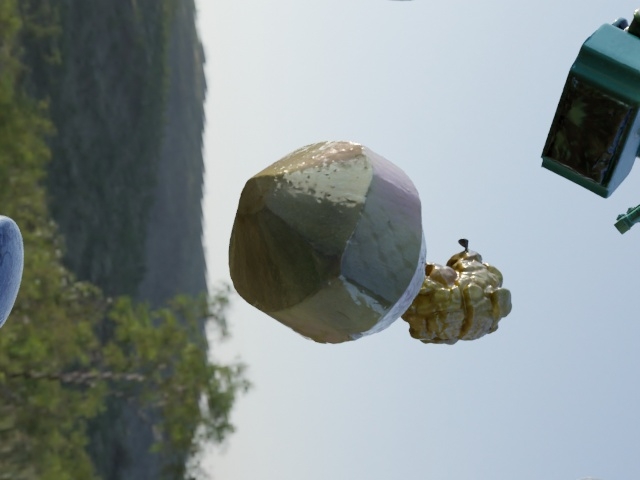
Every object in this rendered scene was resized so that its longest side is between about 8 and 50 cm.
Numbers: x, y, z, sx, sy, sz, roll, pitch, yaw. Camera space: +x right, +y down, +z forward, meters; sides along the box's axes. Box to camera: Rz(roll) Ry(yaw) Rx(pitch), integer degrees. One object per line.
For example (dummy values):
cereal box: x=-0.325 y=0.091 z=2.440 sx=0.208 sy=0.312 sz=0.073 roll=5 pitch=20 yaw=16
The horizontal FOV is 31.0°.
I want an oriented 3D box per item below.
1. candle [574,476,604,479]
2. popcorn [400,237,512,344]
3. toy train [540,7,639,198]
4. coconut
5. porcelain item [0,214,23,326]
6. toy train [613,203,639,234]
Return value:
candle: x=0.309 y=0.341 z=1.240 sx=0.068 sy=0.168 sz=0.192 roll=33 pitch=-55 yaw=54
popcorn: x=0.229 y=0.105 z=1.925 sx=0.163 sy=0.194 sz=0.140 roll=42 pitch=-43 yaw=30
toy train: x=0.312 y=-0.143 z=1.221 sx=0.107 sy=0.154 sz=0.198 roll=31 pitch=-44 yaw=21
coconut: x=0.000 y=0.000 z=1.428 sx=0.259 sy=0.259 sz=0.259 roll=168 pitch=-90 yaw=-82
porcelain item: x=-0.421 y=0.036 z=1.357 sx=0.147 sy=0.114 sz=0.147 roll=11 pitch=90 yaw=-86
toy train: x=0.463 y=-0.044 z=1.666 sx=0.029 sy=0.092 sz=0.045 roll=51 pitch=24 yaw=3
